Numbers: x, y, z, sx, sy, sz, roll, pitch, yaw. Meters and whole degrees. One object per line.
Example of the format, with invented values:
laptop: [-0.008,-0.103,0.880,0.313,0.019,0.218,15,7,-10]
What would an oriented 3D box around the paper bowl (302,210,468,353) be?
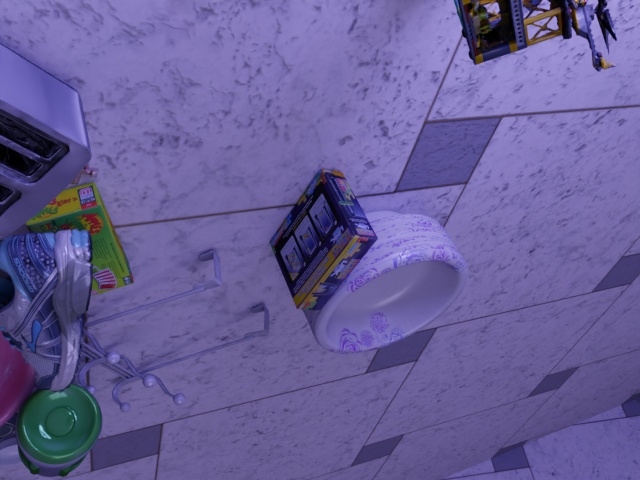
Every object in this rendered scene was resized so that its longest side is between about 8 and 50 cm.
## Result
paper bowl: [0.097,0.061,1.162,0.284,0.148,0.284,-18,145,-13]

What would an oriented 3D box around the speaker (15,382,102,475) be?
speaker: [-0.432,0.316,1.102,0.131,0.131,0.296,-7,162,-26]

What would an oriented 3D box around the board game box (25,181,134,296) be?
board game box: [-0.322,0.007,0.909,0.092,0.043,0.181,-18,145,-12]

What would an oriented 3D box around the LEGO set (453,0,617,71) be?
LEGO set: [0.199,-0.333,0.619,0.192,0.255,0.331,-16,140,14]

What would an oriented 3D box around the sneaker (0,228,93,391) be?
sneaker: [-0.372,0.091,0.880,0.122,0.110,0.283,5,129,-21]

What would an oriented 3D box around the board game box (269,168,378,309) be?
board game box: [0.000,0.000,1.024,0.048,0.141,0.170,6,135,-38]

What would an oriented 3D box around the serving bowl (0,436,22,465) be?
serving bowl: [-0.576,0.392,1.265,0.083,0.027,0.083,-17,144,-13]

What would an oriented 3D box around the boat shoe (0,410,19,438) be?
boat shoe: [-0.652,0.339,1.082,0.319,0.099,0.116,-5,140,-28]

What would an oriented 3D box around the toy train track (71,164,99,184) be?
toy train track: [-0.314,-0.084,0.822,0.083,0.014,0.048,3,136,-35]

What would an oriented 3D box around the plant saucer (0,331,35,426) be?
plant saucer: [-0.558,0.192,0.915,0.332,0.084,0.332,-30,147,-22]

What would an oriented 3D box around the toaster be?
toaster: [-0.345,-0.105,0.689,0.168,0.110,0.185,-36,145,16]

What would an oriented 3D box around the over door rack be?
over door rack: [-0.257,0.177,1.121,0.324,0.108,0.239,-28,147,2]
